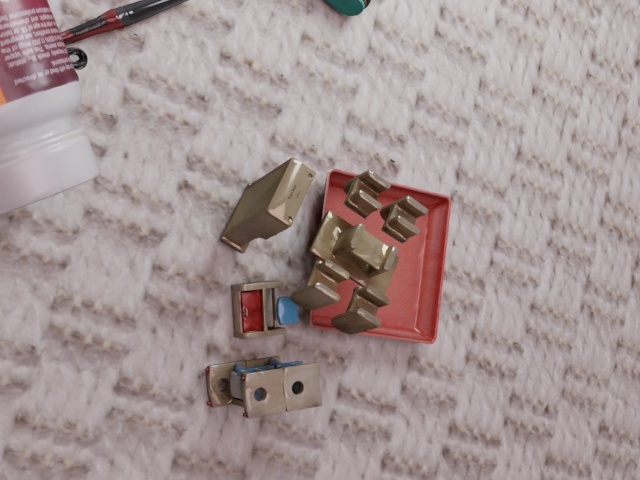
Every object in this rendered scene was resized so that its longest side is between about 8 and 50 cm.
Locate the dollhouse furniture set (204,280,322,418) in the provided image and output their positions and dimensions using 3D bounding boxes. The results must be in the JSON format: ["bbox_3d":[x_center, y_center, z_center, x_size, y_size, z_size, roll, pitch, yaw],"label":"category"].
[{"bbox_3d":[-0.091,0.158,1.505,0.129,0.129,0.183,-5,92,-32],"label":"dollhouse furniture set"}]

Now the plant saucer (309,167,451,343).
[{"bbox_3d":[0.093,0.031,1.676,0.259,0.048,0.258,11,82,-33],"label":"plant saucer"}]

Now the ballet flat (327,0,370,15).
[{"bbox_3d":[-0.021,-0.467,1.601,0.280,0.095,0.096,34,61,-38],"label":"ballet flat"}]

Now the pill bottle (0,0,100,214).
[{"bbox_3d":[-0.432,-0.231,1.243,0.224,0.224,0.392,-26,102,-31],"label":"pill bottle"}]

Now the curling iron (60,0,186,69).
[{"bbox_3d":[-0.290,-0.304,1.449,0.274,0.035,0.068,-37,112,-27],"label":"curling iron"}]

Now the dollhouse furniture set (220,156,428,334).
[{"bbox_3d":[0.000,0.000,1.522,0.242,0.161,0.212,34,63,-18],"label":"dollhouse furniture set"}]
